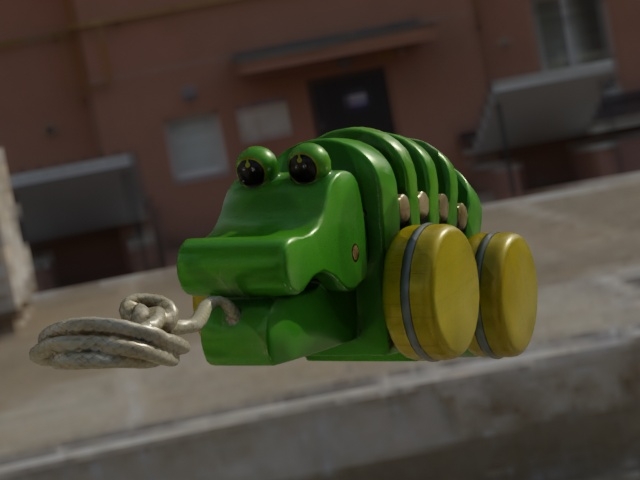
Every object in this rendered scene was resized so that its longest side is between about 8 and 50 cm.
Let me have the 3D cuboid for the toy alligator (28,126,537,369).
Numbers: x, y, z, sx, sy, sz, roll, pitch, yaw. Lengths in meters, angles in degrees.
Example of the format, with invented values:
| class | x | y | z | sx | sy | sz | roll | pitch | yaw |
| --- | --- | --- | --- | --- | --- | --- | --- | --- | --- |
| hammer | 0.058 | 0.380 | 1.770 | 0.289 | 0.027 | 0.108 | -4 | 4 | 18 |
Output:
| class | x | y | z | sx | sy | sz | roll | pitch | yaw |
| --- | --- | --- | --- | --- | --- | --- | --- | --- | --- |
| toy alligator | 0.000 | 0.000 | 0.388 | 0.056 | 0.051 | 0.189 | -2 | -3 | 26 |
